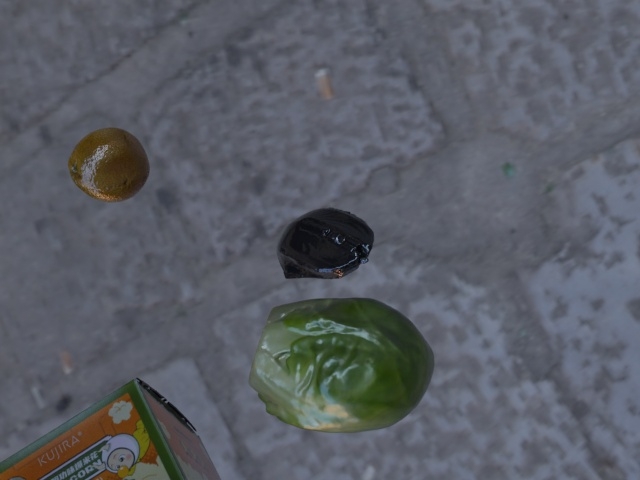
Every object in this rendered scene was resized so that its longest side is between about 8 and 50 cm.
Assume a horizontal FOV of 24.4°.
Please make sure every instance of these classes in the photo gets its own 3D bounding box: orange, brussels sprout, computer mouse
[{"bbox_3d":[-0.218,-0.077,1.530,0.085,0.085,0.085,12,111,34],"label":"orange"},{"bbox_3d":[0.022,0.128,1.502,0.181,0.161,0.144,18,131,13],"label":"brussels sprout"},{"bbox_3d":[0.000,0.000,1.810,0.172,0.099,0.057,10,140,54],"label":"computer mouse"}]

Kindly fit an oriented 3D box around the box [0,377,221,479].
[{"bbox_3d":[-0.210,0.267,1.493,0.195,0.177,0.148,-32,58,2],"label":"box"}]
